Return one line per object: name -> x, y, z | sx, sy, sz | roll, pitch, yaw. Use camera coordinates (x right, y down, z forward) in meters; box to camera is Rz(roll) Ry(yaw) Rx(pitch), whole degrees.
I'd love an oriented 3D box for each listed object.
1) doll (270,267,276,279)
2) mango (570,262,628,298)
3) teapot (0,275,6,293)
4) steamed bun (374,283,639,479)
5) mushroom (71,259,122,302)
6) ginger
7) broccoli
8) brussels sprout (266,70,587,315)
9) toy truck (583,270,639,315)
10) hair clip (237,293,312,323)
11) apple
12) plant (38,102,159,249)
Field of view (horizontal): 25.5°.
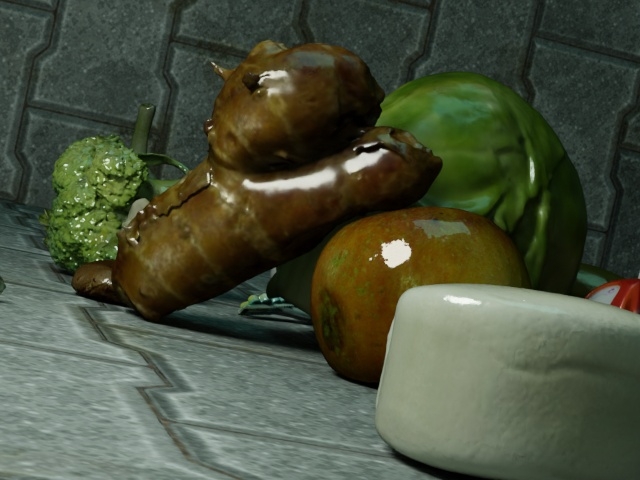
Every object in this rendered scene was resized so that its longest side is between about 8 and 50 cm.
doll -> 0.000, 0.000, 2.097 | 0.221, 0.251, 0.221 | 18, 33, -12
mango -> 0.365, 0.108, 2.026 | 0.331, 0.142, 0.195 | 23, -26, 14
teapot -> -0.383, 0.036, 1.526 | 0.110, 0.043, 0.042 | 17, 5, 43
steamed bun -> 0.175, 0.114, 1.084 | 0.241, 0.146, 0.164 | 11, -2, -21
mushroom -> -0.251, 0.052, 1.763 | 0.123, 0.052, 0.123 | 9, 4, -1
ginger -> -0.089, -0.073, 1.618 | 0.418, 0.254, 0.176 | -31, 1, 23
broccoli -> -0.241, -0.046, 1.962 | 0.302, 0.186, 0.254 | -1, 41, 15
brussels sprout -> 0.155, -0.035, 1.830 | 0.342, 0.361, 0.425 | 7, -6, 38
toy truck -> 0.432, 0.101, 1.757 | 0.189, 0.239, 0.265 | 12, 1, -30
hair clip -> -0.055, 0.095, 1.974 | 0.049, 0.049, 0.173 | 14, 4, 44
apple -> 0.109, 0.075, 1.504 | 0.236, 0.208, 0.237 | 2, -14, 0
plant -> -0.345, -0.055, 2.396 | 0.261, 0.297, 0.306 | -19, 11, 15
